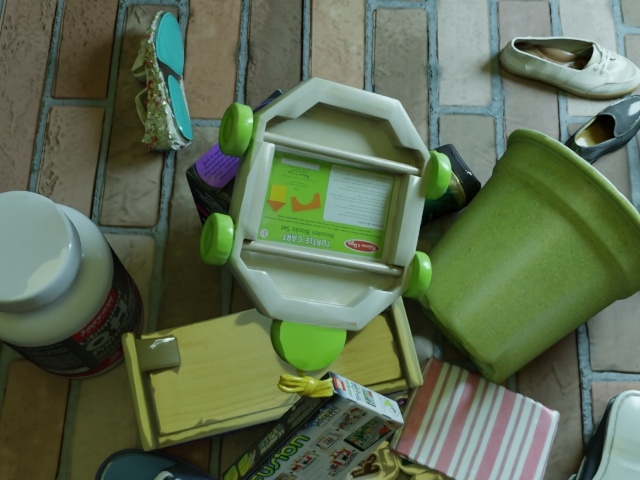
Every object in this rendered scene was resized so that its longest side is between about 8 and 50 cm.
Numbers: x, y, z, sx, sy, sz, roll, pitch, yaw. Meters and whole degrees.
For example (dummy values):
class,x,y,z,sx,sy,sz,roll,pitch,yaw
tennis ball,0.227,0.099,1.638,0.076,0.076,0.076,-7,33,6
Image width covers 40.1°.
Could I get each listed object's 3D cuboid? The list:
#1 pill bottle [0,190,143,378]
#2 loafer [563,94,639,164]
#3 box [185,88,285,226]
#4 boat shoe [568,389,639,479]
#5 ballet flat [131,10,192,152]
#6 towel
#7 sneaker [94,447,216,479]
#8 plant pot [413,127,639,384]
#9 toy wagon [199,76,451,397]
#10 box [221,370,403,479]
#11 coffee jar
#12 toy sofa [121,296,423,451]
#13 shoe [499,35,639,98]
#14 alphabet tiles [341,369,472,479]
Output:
class,x,y,z,sx,sy,sz,roll,pitch,yaw
pill bottle,-0.333,0.058,1.087,0.177,0.318,0.176,0,70,0
loafer,0.431,-0.167,1.310,0.170,0.061,0.062,-40,73,-14
box,-0.056,-0.042,1.150,0.143,0.270,0.165,43,75,13
boat shoe,0.366,0.314,1.118,0.095,0.079,0.254,16,68,8
ballet flat,-0.248,-0.240,1.331,0.077,0.091,0.240,-17,65,17
towel,0.204,0.252,1.152,0.197,0.029,0.144,23,67,7
sneaker,-0.150,0.342,1.023,0.323,0.236,0.130,36,73,12
plant pot,0.257,0.040,1.145,0.254,0.276,0.276,-43,75,-2
toy wagon,0.000,0.000,0.978,0.267,0.068,0.344,11,90,-24
box,-0.011,0.251,1.053,0.207,0.114,0.036,-46,33,21
coffee jar,0.134,-0.062,1.261,0.185,0.079,0.096,-28,69,-9
toy sofa,-0.060,0.159,1.135,0.363,0.177,0.150,-13,79,-5
shoe,0.388,-0.271,1.351,0.219,0.058,0.076,12,70,4
alphabet tiles,0.100,0.287,1.159,0.278,0.021,0.284,-15,70,-8
